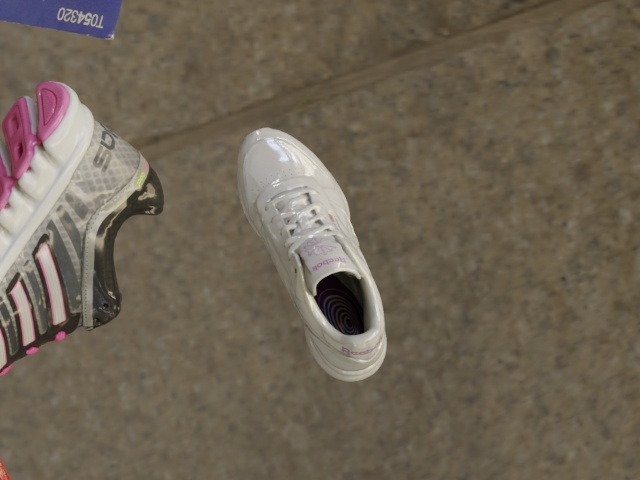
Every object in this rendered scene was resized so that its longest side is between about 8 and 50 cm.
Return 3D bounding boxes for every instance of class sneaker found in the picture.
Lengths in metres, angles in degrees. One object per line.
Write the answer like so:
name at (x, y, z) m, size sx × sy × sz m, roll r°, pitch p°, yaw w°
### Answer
sneaker at (0.000, 0.000, 1.683) m, size 0.114 × 0.152 × 0.305 m, roll -24°, pitch 77°, yaw -9°
sneaker at (-0.119, 0.025, 0.608) m, size 0.170 × 0.075 × 0.063 m, roll -60°, pitch 31°, yaw 4°

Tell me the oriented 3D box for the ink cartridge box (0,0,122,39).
ink cartridge box at (-0.248, -0.365, 1.498) m, size 0.071 × 0.324 × 0.330 m, roll 22°, pitch 102°, yaw 32°

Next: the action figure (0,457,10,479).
action figure at (-0.285, 0.073, 1.111) m, size 0.091 × 0.139 × 0.280 m, roll -24°, pitch 102°, yaw 12°
